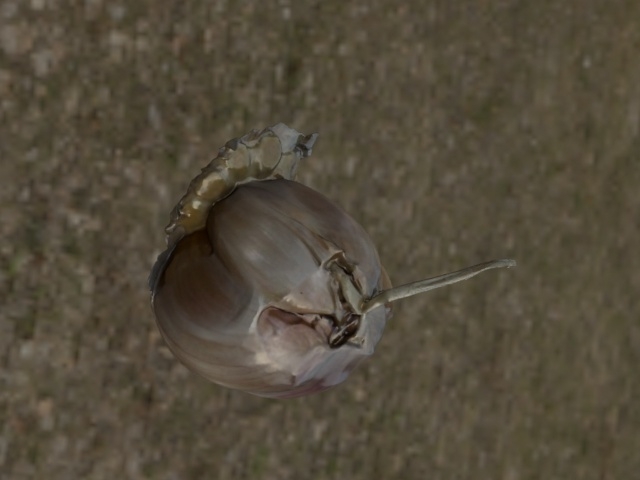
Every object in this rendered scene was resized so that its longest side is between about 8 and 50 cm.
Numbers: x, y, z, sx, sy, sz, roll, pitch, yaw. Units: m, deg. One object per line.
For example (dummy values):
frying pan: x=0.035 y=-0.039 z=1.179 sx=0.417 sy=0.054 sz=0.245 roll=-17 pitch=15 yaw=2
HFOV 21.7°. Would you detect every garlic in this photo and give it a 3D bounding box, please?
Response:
garlic: x=0.000 y=0.000 z=1.252 sx=0.207 sy=0.257 sz=0.207 roll=42 pitch=34 yaw=-39
